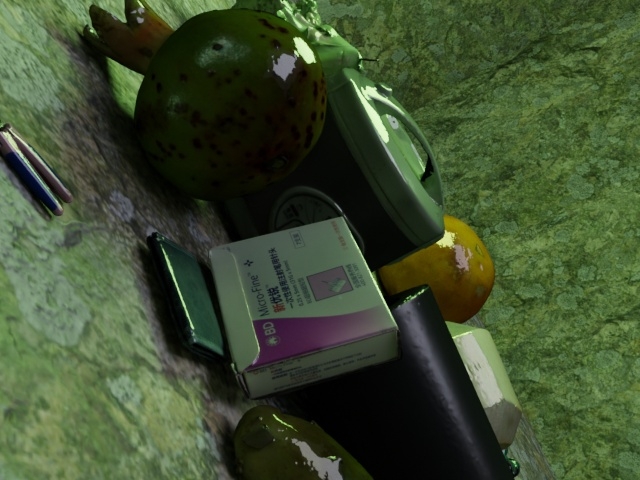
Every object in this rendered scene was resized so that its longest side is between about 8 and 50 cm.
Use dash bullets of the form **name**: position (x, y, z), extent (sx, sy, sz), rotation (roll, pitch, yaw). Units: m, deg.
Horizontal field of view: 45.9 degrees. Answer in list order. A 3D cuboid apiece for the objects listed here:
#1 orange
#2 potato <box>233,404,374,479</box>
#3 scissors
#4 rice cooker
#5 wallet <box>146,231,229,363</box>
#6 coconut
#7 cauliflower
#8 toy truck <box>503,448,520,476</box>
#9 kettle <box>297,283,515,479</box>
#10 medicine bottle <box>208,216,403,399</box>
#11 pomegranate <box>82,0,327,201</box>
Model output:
- **orange**: position (0.256, 0.067, 1.676), extent (0.261, 0.261, 0.261), rotation (55, 15, -23)
- **potato**: position (0.001, 0.249, 0.727), extent (0.225, 0.090, 0.117), rotation (52, 22, -8)
- **scissors**: position (-0.250, -0.070, 0.634), extent (0.113, 0.012, 0.039), rotation (55, 15, -23)
- **rice cooker**: position (0.027, -0.077, 1.072), extent (0.288, 0.277, 0.288), rotation (56, 15, -24)
- **wallet**: position (-0.134, 0.060, 0.757), extent (0.129, 0.026, 0.088), rotation (66, 9, 26)
- **coconut**: position (0.189, 0.232, 1.172), extent (0.241, 0.241, 0.241), rotation (55, 15, -23)
- **cauliflower**: position (-0.046, -0.340, 1.343), extent (0.239, 0.315, 0.256), rotation (2, 103, -80)
- **toy truck**: position (0.264, 0.372, 1.362), extent (0.216, 0.116, 0.110), rotation (59, 11, 24)
- **kettle**: position (0.088, 0.240, 0.943), extent (0.203, 0.262, 0.308), rotation (-25, 89, -41)
- **medicine bottle**: position (-0.024, 0.067, 0.818), extent (0.201, 0.171, 0.052), rotation (-112, -167, -48)
- **pomegranate**: position (-0.121, -0.192, 0.878), extent (0.285, 0.231, 0.231), rotation (60, 14, -3)
